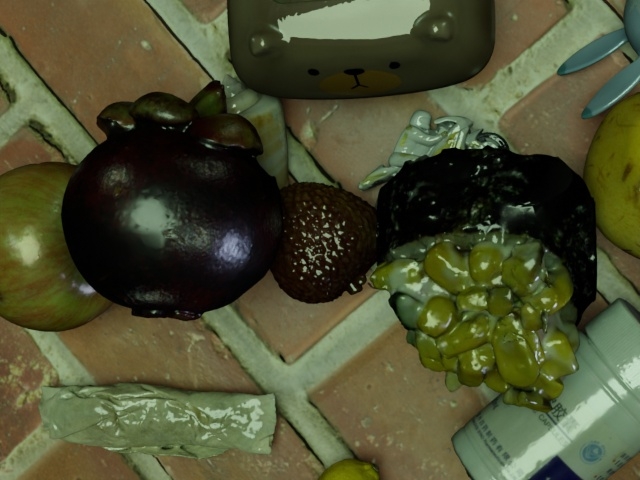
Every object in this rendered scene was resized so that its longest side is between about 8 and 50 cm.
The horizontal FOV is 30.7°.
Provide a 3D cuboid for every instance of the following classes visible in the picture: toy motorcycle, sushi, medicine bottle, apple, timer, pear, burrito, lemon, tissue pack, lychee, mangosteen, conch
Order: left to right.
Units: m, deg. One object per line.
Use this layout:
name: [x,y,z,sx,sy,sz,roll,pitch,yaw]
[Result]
apple: [-0.424,0.011,1.790,0.265,0.264,0.264,0,92,9]
burrito: [-0.260,0.286,1.854,0.392,0.076,0.117,1,93,9]
mangosteen: [-0.203,-0.062,1.635,0.307,0.307,0.346,5,84,9]
conch: [-0.116,-0.129,1.791,0.158,0.127,0.255,-18,89,9]
lychee: [0.001,0.007,1.748,0.195,0.194,0.194,0,92,9]
lemon: [0.043,0.393,1.792,0.109,0.109,0.133,44,102,5]
tissue pack: [0.055,-0.340,1.683,0.387,0.277,0.267,-2,89,9]
toy motorcycle: [0.165,-0.122,1.773,0.229,0.074,0.151,-30,84,11]
sushi: [0.212,0.061,1.602,0.329,0.328,0.285,13,61,21]
medicine bottle: [0.373,0.252,1.691,0.332,0.190,0.190,-42,85,9]
timer: [0.490,-0.285,1.690,0.175,0.175,0.255,37,123,6]
pear: [0.502,-0.090,1.623,0.281,0.281,0.280,0,92,9]
